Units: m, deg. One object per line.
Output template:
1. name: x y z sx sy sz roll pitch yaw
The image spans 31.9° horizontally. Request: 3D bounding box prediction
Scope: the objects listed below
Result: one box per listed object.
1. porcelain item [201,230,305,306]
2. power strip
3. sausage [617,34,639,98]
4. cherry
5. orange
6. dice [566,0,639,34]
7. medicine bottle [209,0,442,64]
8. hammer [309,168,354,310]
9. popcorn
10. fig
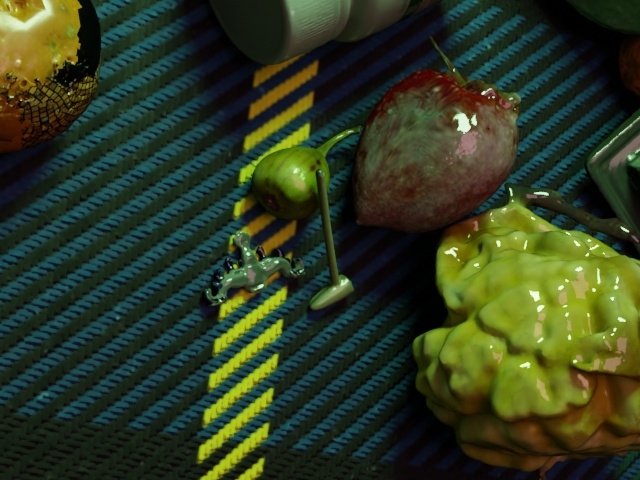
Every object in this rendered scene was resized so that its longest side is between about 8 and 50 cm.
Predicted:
1. porcelain item: -0.087 0.025 1.339 0.136 0.021 0.075 -18 93 -28
2. power strip: 0.532 -0.094 1.592 0.257 0.092 0.251 -41 107 -5
3. sausage: 0.547 -0.283 1.654 0.259 0.113 0.113 -23 95 -25
4. cherry: 0.131 -0.105 1.380 0.192 0.175 0.250 38 73 21
5. orange: -0.339 -0.207 1.154 0.234 0.182 0.234 9 68 -22
6. dice: 0.468 -0.494 1.495 0.322 0.318 0.330 42 64 -4
7. medicine bottle: 0.042 -0.353 1.344 0.339 0.208 0.208 -30 98 -27
8. hammer: 0.000 0.000 1.332 0.060 0.028 0.195 -28 130 -24
9. popcorn: 0.284 0.108 1.370 0.349 0.349 0.382 6 71 -27
10. fig: -0.008 -0.077 1.364 0.166 0.093 0.093 -21 94 -44
